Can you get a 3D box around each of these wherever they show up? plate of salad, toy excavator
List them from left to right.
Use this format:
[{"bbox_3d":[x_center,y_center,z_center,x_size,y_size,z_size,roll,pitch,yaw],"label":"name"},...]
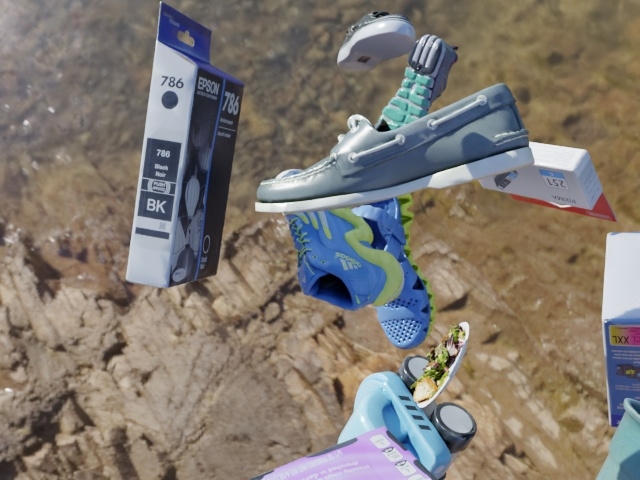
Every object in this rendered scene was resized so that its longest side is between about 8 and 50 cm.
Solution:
[{"bbox_3d":[0.131,0.492,1.694,0.433,0.445,0.222,56,135,38],"label":"toy excavator"},{"bbox_3d":[0.243,0.250,1.598,0.048,0.200,0.200,30,83,-1],"label":"plate of salad"}]

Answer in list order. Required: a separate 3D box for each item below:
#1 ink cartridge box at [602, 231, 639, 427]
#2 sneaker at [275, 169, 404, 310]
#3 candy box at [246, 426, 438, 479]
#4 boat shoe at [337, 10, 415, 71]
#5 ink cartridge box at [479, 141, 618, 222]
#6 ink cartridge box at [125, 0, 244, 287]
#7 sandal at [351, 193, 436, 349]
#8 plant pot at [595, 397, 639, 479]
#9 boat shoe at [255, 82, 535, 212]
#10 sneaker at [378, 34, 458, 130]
[{"bbox_3d":[0.679,0.212,1.633,0.151,0.396,0.270,1,41,22],"label":"ink cartridge box"},{"bbox_3d":[0.000,0.000,1.027,0.240,0.126,0.091,42,129,18],"label":"sneaker"},{"bbox_3d":[0.031,0.232,0.530,0.164,0.070,0.196,-14,29,-27],"label":"candy box"},{"bbox_3d":[0.048,-0.188,0.714,0.049,0.142,0.040,9,89,-17],"label":"boat shoe"},{"bbox_3d":[0.507,-0.125,1.797,0.296,0.261,0.066,18,67,46],"label":"ink cartridge box"},{"bbox_3d":[-0.163,-0.113,0.978,0.065,0.165,0.333,9,96,14],"label":"ink cartridge box"},{"bbox_3d":[0.118,0.049,1.428,0.126,0.138,0.318,-17,87,34],"label":"sandal"},{"bbox_3d":[0.546,0.483,1.220,0.341,0.341,0.334,34,98,25],"label":"plant pot"},{"bbox_3d":[0.070,-0.095,0.870,0.319,0.116,0.099,-11,92,20],"label":"boat shoe"},{"bbox_3d":[0.178,-0.241,1.357,0.083,0.098,0.224,39,114,32],"label":"sneaker"}]
